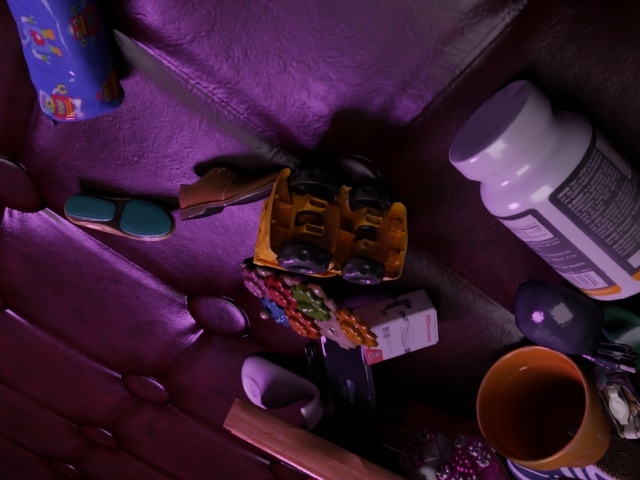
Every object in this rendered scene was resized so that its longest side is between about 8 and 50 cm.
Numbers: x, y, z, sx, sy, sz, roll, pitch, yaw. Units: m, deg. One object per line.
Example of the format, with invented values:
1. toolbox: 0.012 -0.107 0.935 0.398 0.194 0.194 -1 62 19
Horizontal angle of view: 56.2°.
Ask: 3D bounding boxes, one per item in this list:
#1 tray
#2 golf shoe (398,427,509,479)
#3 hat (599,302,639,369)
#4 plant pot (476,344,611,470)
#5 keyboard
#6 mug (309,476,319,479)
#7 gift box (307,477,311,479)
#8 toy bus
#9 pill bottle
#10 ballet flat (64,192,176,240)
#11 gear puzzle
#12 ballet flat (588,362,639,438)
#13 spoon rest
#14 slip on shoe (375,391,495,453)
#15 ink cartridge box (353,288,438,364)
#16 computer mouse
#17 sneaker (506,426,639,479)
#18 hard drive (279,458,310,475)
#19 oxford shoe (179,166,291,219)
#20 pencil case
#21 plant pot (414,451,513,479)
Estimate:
1. tray: 0.015 0.449 1.221 0.411 0.076 0.203 13 160 34
2. golf shoe: 0.264 0.429 1.094 0.140 0.115 0.306 44 164 -7
3. hat: 0.563 0.111 0.911 0.173 0.183 0.208 51 176 -8
4. plant pot: 0.417 0.316 1.069 0.205 0.205 0.188 -24 136 38
5. keyboard: 0.041 0.293 1.245 0.201 0.033 0.317 13 122 42
6. mug: 0.034 0.679 1.597 0.113 0.169 0.150 -13 90 -10
7. gift box: 0.018 0.890 1.737 0.276 0.255 0.258 27 135 2
8. toy bus: 0.000 0.000 0.961 0.220 0.149 0.211 13 160 -18
9. pill bottle: 0.307 -0.062 0.756 0.278 0.162 0.162 39 134 -15
10. ballet flat: -0.369 -0.043 1.137 0.232 0.080 0.073 14 164 13
11. gear puzzle: -0.022 0.138 1.074 0.339 0.044 0.175 13 142 48
12. ballet flat: 0.543 0.301 1.069 0.077 0.079 0.221 -22 121 34
13. spoon rest: -0.085 0.333 1.325 0.276 0.084 0.137 10 119 51
14. slip on shoe: 0.208 0.394 1.279 0.331 0.123 0.101 9 131 21
15. ink cartridge box: 0.135 0.154 1.072 0.135 0.056 0.099 -16 131 -5
16. computer mouse: 0.359 0.137 0.886 0.188 0.072 0.272 20 168 36
17. sneaker: 0.518 0.454 1.215 0.282 0.099 0.153 12 136 14
18. hard drive: 0.062 0.581 1.489 0.339 0.064 0.237 23 163 2
19. oxford shoe: -0.148 -0.091 0.991 0.212 0.076 0.076 -12 87 19
20. pencil case: -0.370 -0.313 0.827 0.133 0.119 0.306 17 137 19
21. plant pot: 0.312 0.547 1.342 0.187 0.167 0.188 22 137 2
